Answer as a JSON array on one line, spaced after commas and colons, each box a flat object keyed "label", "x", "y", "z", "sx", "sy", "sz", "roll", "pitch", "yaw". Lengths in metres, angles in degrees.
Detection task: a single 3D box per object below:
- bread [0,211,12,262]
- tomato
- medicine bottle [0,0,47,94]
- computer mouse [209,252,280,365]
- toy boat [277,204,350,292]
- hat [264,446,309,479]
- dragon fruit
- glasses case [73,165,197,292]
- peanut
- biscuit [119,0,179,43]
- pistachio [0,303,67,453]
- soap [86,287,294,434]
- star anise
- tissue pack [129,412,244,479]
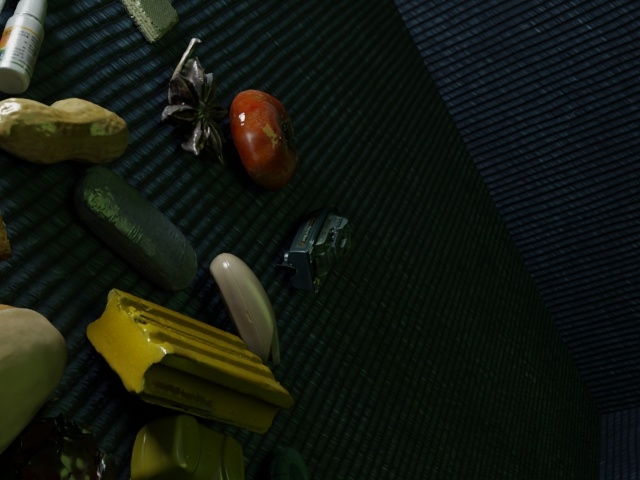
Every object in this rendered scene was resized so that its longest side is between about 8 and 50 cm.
[{"label": "bread", "x": -0.482, "y": -0.001, "z": 1.134, "sx": 0.070, "sy": 0.076, "sz": 0.083, "roll": -3, "pitch": 74, "yaw": -72}, {"label": "tomato", "x": -0.114, "y": -0.233, "z": 1.834, "sx": 0.237, "sy": 0.095, "sz": 0.237, "roll": -17, "pitch": 90, "yaw": -73}, {"label": "medicine bottle", "x": -0.500, "y": -0.343, "z": 1.332, "sx": 0.092, "sy": 0.061, "sz": 0.221, "roll": 23, "pitch": 50, "yaw": -28}, {"label": "computer mouse", "x": -0.138, "y": 0.131, "z": 1.569, "sx": 0.237, "sy": 0.082, "sz": 0.145, "roll": 65, "pitch": -12, "yaw": -3}, {"label": "toy boat", "x": 0.003, "y": 0.001, "z": 1.896, "sx": 0.296, "sy": 0.122, "sz": 0.114, "roll": -62, "pitch": 150, "yaw": -56}, {"label": "hat", "x": -0.067, "y": 0.482, "z": 1.534, "sx": 0.191, "sy": 0.078, "sz": 0.138, "roll": -93, "pitch": 160, "yaw": -63}, {"label": "dragon fruit", "x": -0.352, "y": 0.324, "z": 1.053, "sx": 0.189, "sy": 0.182, "sz": 0.182, "roll": -50, "pitch": 125, "yaw": -11}, {"label": "glasses case", "x": -0.317, "y": -0.016, "z": 1.423, "sx": 0.282, "sy": 0.067, "sz": 0.109, "roll": 49, "pitch": 38, "yaw": -36}, {"label": "peanut", "x": -0.420, "y": -0.175, "z": 1.315, "sx": 0.117, "sy": 0.101, "sz": 0.263, "roll": 33, "pitch": 22, "yaw": 23}, {"label": "biscuit", "x": -0.372, "y": -0.512, "z": 1.666, "sx": 0.199, "sy": 0.040, "sz": 0.121, "roll": 56, "pitch": 30, "yaw": -22}, {"label": "pistachio", "x": -0.446, "y": 0.176, "z": 0.960, "sx": 0.230, "sy": 0.230, "sz": 0.309, "roll": 63, "pitch": 26, "yaw": -12}, {"label": "soap", "x": -0.209, "y": 0.206, "z": 1.343, "sx": 0.324, "sy": 0.096, "sz": 0.204, "roll": 31, "pitch": 5, "yaw": -47}, {"label": "star anise", "x": -0.257, "y": -0.277, "z": 1.669, "sx": 0.230, "sy": 0.081, "sz": 0.262, "roll": -26, "pitch": 106, "yaw": -60}, {"label": "tissue pack", "x": -0.218, "y": 0.359, "z": 1.304, "sx": 0.178, "sy": 0.127, "sz": 0.123, "roll": 42, "pitch": 33, "yaw": -41}]
